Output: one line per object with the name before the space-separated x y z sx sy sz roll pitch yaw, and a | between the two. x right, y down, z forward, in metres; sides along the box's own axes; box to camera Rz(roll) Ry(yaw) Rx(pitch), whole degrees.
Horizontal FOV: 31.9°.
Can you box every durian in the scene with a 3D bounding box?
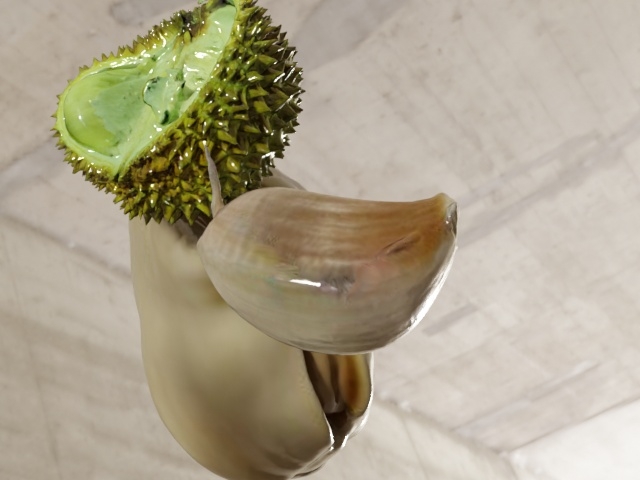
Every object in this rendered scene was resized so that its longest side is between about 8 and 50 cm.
durian | -0.118 -0.124 1.050 0.237 0.200 0.176 -40 -28 14

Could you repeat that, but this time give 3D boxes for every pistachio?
pistachio | -0.077 0.093 1.289 0.281 0.365 0.446 -33 -56 -21

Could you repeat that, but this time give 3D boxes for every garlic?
garlic | -0.011 0.006 0.756 0.198 0.129 0.090 10 -27 21
